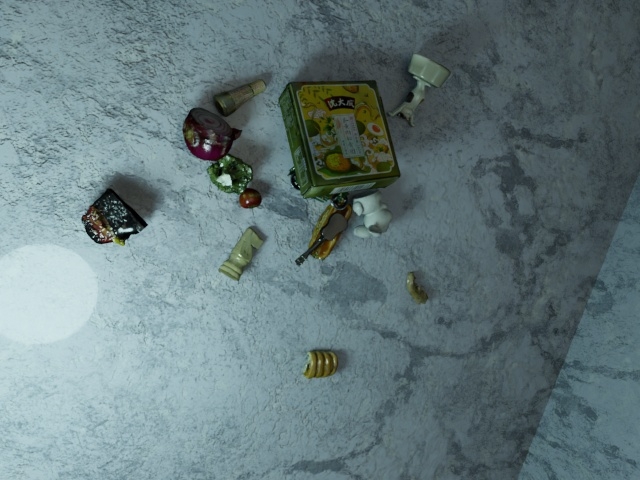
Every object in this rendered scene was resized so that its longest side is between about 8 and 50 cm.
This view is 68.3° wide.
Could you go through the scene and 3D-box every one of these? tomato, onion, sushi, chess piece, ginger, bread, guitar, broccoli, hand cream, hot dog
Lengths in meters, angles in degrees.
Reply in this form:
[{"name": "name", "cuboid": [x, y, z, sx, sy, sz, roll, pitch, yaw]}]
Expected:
[{"name": "tomato", "cuboid": [-0.265, -0.160, 1.782, 0.087, 0.087, 0.075, -6, 76, -23]}, {"name": "onion", "cuboid": [-0.372, -0.364, 1.658, 0.218, 0.195, 0.139, -11, 133, -50]}, {"name": "sushi", "cuboid": [-0.698, -0.060, 1.569, 0.150, 0.153, 0.172, -43, 105, -7]}, {"name": "chess piece", "cuboid": [-0.300, 0.051, 1.813, 0.090, 0.090, 0.200, 39, 71, -25]}, {"name": "ginger", "cuboid": [0.444, 0.230, 2.191, 0.069, 0.051, 0.173, -39, 115, -17]}, {"name": "bread", "cuboid": [-0.001, 0.534, 2.032, 0.178, 0.084, 0.119, 5, 98, -29]}, {"name": "guitar", "cuboid": [0.000, 0.001, 1.882, 0.271, 0.038, 0.084, -46, 106, -6]}, {"name": "broccoli", "cuboid": [-0.331, -0.237, 1.711, 0.162, 0.138, 0.145, 28, 110, -4]}, {"name": "hand cream", "cuboid": [-0.283, -0.527, 1.708, 0.203, 0.084, 0.083, -35, 112, -20]}, {"name": "hot dog", "cuboid": [0.033, -0.047, 1.940, 0.115, 0.072, 0.268, 33, 87, -26]}]

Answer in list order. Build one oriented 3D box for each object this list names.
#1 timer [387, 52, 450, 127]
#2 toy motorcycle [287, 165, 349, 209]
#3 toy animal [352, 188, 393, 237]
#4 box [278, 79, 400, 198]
[{"name": "timer", "cuboid": [0.403, -0.620, 1.978, 0.175, 0.175, 0.265, 18, 111, -26]}, {"name": "toy motorcycle", "cuboid": [0.008, -0.246, 1.863, 0.275, 0.125, 0.186, 22, 79, -21]}, {"name": "toy animal", "cuboid": [0.208, -0.110, 1.962, 0.179, 0.128, 0.192, -22, 102, -46]}, {"name": "box", "cuboid": [0.073, -0.388, 1.782, 0.374, 0.138, 0.419, -9, 82, -23]}]
